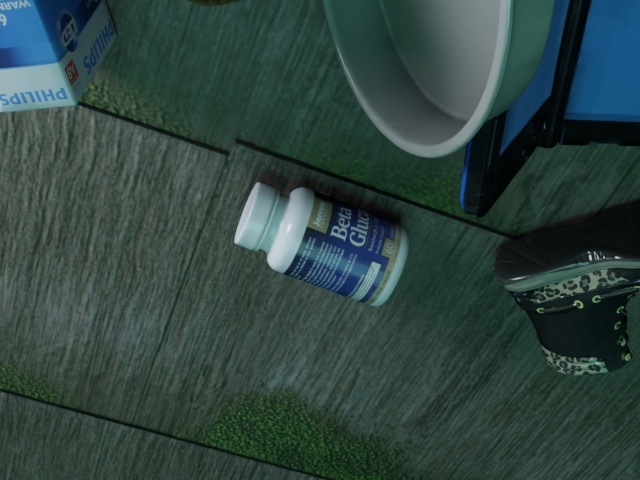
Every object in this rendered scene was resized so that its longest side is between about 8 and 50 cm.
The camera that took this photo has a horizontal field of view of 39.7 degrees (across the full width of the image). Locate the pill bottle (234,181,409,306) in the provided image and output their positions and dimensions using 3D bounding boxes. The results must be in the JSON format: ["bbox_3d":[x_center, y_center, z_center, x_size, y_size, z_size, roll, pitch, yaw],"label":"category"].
[{"bbox_3d":[0.000,0.000,0.936,0.169,0.094,0.094,20,128,-11],"label":"pill bottle"}]

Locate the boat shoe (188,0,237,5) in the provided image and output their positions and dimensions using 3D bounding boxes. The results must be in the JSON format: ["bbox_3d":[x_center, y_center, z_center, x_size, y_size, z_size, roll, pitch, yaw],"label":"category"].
[{"bbox_3d":[-0.143,-0.246,0.685,0.089,0.285,0.105,30,116,34],"label":"boat shoe"}]

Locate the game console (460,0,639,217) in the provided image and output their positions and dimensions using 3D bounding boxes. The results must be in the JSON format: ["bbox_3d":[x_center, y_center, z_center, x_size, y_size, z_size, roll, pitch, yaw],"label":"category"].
[{"bbox_3d":[0.253,-0.168,0.732,0.173,0.250,0.293,21,133,23],"label":"game console"}]

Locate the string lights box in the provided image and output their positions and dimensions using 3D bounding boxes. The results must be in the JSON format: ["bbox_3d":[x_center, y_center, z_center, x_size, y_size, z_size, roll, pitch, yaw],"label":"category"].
[{"bbox_3d":[-0.259,-0.252,0.729,0.076,0.133,0.260,-4,129,11],"label":"string lights box"}]

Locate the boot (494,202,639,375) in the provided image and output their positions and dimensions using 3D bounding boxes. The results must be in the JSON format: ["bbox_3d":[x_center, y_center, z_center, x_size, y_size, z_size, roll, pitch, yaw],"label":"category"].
[{"bbox_3d":[0.327,0.057,0.959,0.236,0.085,0.179,-13,129,24],"label":"boot"}]

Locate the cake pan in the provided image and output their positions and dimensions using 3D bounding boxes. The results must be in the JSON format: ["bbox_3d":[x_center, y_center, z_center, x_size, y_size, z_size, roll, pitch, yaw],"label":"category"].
[{"bbox_3d":[0.075,-0.210,0.660,0.054,0.293,0.293,-16,132,-20],"label":"cake pan"}]
